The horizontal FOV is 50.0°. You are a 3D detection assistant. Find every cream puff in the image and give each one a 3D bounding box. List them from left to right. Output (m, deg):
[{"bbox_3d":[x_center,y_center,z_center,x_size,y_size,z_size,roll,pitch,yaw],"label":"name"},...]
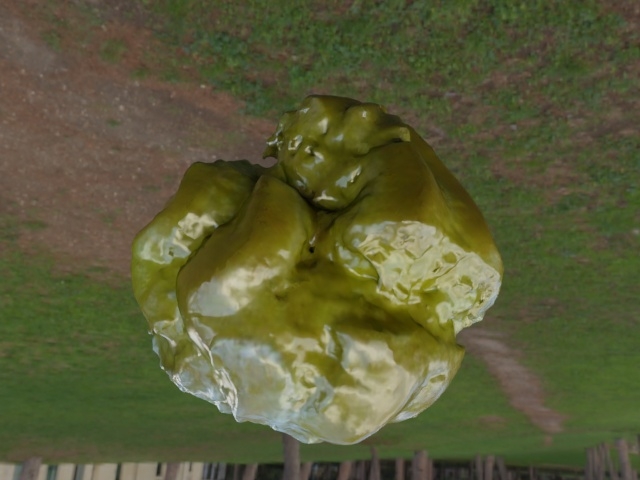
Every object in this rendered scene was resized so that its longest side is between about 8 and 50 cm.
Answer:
[{"bbox_3d":[0.000,0.000,0.682,0.378,0.275,0.378,5,-160,-2],"label":"cream puff"}]
